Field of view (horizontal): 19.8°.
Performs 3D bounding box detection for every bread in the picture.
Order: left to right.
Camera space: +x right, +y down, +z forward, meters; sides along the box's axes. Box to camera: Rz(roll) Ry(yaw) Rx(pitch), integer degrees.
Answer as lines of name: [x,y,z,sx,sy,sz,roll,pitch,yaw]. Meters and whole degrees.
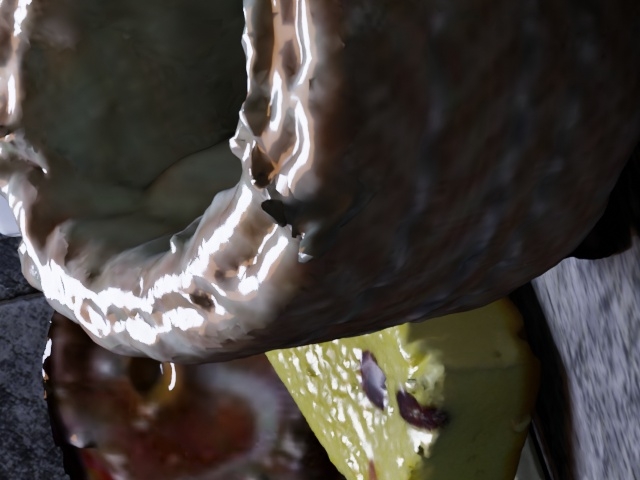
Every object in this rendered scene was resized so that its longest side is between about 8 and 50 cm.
bread: [0.000,0.000,1.018,0.361,0.077,0.138,57,145,38]

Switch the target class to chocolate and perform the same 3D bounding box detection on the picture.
chocolate: [-0.022,0.083,1.225,0.340,0.210,0.225,-23,-63,-72]

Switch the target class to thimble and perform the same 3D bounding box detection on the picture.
thimble: [-0.012,-0.064,0.604,0.229,0.148,0.196,-19,83,53]

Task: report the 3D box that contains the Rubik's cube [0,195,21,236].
Rubik's cube: [-0.126,-0.205,1.307,0.290,0.291,0.292,82,-179,-62]

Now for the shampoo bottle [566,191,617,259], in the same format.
shampoo bottle: [0.039,-0.142,0.717,0.129,0.084,0.323,157,101,-82]

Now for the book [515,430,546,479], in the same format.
book: [0.115,0.174,1.165,0.310,0.021,0.217,81,176,-48]
